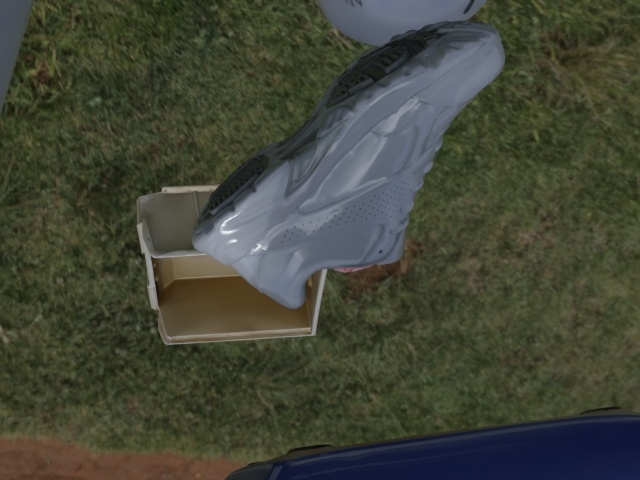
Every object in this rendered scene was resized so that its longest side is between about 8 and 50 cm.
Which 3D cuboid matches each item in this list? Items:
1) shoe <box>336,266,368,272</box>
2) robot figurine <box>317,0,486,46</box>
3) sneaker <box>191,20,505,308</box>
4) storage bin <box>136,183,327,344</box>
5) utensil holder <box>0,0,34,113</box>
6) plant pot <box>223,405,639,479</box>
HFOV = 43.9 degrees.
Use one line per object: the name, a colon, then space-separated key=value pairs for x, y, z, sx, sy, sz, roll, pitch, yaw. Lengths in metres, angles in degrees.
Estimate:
shoe: x=0.000 y=0.000 z=0.888 sx=0.178 sy=0.063 sz=0.081 roll=-4 pitch=142 yaw=-22
robot figurine: x=0.052 y=-0.303 z=0.661 sx=0.174 sy=0.209 sz=0.278 roll=-18 pitch=95 yaw=5
sneaker: x=0.033 y=-0.044 z=0.520 sx=0.232 sy=0.090 sz=0.115 roll=-38 pitch=113 yaw=15
storage bin: x=-0.132 y=0.039 z=1.193 sx=0.261 sy=0.123 sz=0.262 roll=-3 pitch=147 yaw=-8
utensil holder: x=-0.384 y=-0.193 z=0.594 sx=0.328 sy=0.385 sz=0.327 roll=-2 pitch=145 yaw=-1
plant pot: x=0.059 y=0.199 z=0.369 sx=0.236 sy=0.212 sz=0.236 roll=-5 pitch=163 yaw=-14
